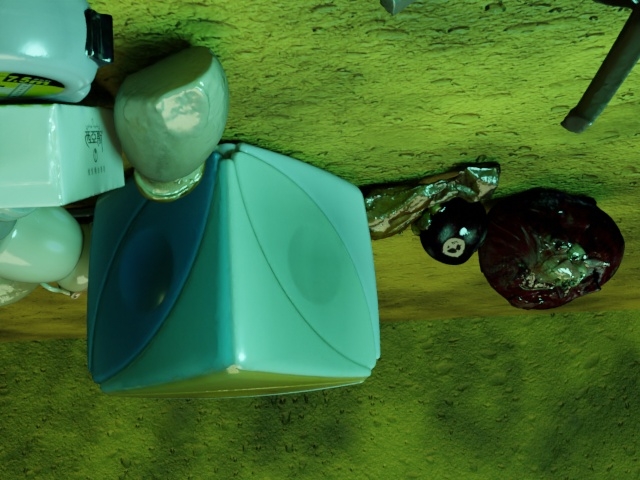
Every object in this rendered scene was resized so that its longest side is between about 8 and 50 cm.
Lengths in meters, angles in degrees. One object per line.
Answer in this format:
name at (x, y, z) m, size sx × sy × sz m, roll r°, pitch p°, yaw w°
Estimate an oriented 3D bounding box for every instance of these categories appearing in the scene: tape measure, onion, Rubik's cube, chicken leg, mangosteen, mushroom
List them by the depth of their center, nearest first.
tape measure at (-0.287, -0.191, 0.746) m, size 0.196 × 0.105 × 0.178 m, roll 0°, pitch 178°, yaw -36°
mushroom at (-0.177, -0.131, 0.966) m, size 0.128 × 0.128 × 0.350 m, roll -1°, pitch 169°, yaw -11°
Rubik's cube at (-0.138, 0.070, 1.298) m, size 0.352 × 0.352 × 0.347 m, roll -18°, pitch 160°, yaw 38°
chicken leg at (0.162, -0.069, 1.374) m, size 0.304 × 0.093 × 0.113 m, roll -17°, pitch 150°, yaw 30°
mangosteen at (0.226, -0.032, 1.472) m, size 0.151 × 0.137 × 0.137 m, roll 32°, pitch 160°, yaw -5°
onion at (0.433, 0.019, 1.508) m, size 0.280 × 0.221 × 0.281 m, roll 1°, pitch -176°, yaw 0°

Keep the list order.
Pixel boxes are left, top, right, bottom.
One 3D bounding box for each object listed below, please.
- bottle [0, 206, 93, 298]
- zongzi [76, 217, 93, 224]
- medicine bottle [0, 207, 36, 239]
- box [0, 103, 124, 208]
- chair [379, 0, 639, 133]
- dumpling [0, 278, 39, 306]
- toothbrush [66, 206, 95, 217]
bottle at (-0.436, 0.011, 1.328) m, size 0.147 × 0.148 × 0.236 m, roll -15°, pitch 151°, yaw 39°
zongzi at (-0.409, 0.020, 1.538) m, size 0.255 × 0.115 × 0.228 m, roll 5°, pitch 168°, yaw -4°
medicine bottle at (-0.503, -0.053, 1.153) m, size 0.215 × 0.135 × 0.135 m, roll -16°, pitch 162°, yaw 27°
box at (-0.345, -0.096, 0.903) m, size 0.194 × 0.111 × 0.260 m, roll -2°, pitch -170°, yaw -1°
chair at (0.227, -0.252, 0.579) m, size 0.326 × 0.183 × 0.176 m, roll -44°, pitch 171°, yaw -25°
dumpling at (-0.628, 0.042, 1.556) m, size 0.252 × 0.132 × 0.179 m, roll -15°, pitch 140°, yaw 10°
toothbrush at (-0.468, -0.046, 1.441) m, size 0.219 × 0.016 × 0.019 m, roll -5°, pitch 157°, yaw 9°
